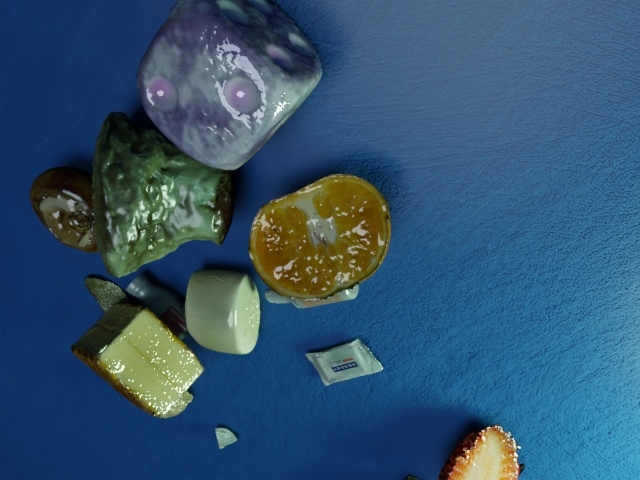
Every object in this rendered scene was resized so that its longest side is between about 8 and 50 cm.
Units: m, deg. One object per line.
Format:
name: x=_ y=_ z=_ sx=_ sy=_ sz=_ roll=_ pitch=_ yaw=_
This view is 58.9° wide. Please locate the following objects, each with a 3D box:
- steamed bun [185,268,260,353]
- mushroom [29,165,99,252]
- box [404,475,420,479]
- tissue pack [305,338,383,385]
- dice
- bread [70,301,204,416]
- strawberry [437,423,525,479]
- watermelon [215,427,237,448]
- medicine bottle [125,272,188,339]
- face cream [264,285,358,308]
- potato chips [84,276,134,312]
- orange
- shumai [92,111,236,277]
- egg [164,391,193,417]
steamed bun: x=-0.275 y=0.204 z=1.554 sx=0.199 sy=0.155 sz=0.250 roll=5 pitch=117 yaw=16
mushroom: x=-0.651 y=-0.081 z=1.518 sx=0.253 sy=0.153 sz=0.253 roll=14 pitch=130 yaw=18
box: x=0.288 y=0.867 z=1.747 sx=0.177 sy=0.148 sz=0.195 roll=31 pitch=124 yaw=3
tissue pack: x=0.064 y=0.342 z=1.594 sx=0.193 sy=0.026 sz=0.123 roll=-22 pitch=110 yaw=28
dice: x=-0.181 y=-0.328 z=1.146 sx=0.271 sy=0.270 sz=0.270 roll=43 pitch=123 yaw=-8
bread: x=-0.522 y=0.333 z=1.622 sx=0.279 sy=0.207 sz=0.279 roll=49 pitch=152 yaw=-21
strawberry: x=0.448 y=0.633 z=1.591 sx=0.233 sy=0.138 sz=0.307 roll=18 pitch=99 yaw=-14
watermelon: x=-0.329 y=0.665 z=1.894 sx=0.085 sy=0.061 sz=0.085 roll=7 pitch=128 yaw=8
medicine bottle: x=-0.459 y=0.188 z=1.647 sx=0.216 sy=0.090 sz=0.090 roll=41 pitch=123 yaw=-6
face cream: x=-0.033 y=0.123 z=1.458 sx=0.251 sy=0.101 sz=0.101 roll=-15 pitch=113 yaw=26
potato chips: x=-0.644 y=0.188 z=1.752 sx=0.209 sy=0.026 sz=0.142 roll=23 pitch=120 yaw=3
orange: x=-0.002 y=-0.003 z=1.284 sx=0.310 sy=0.274 sz=0.274 roll=-27 pitch=114 yaw=-14
shumai: x=-0.366 y=-0.109 z=1.349 sx=0.323 sy=0.398 sz=0.324 roll=-2 pitch=144 yaw=-14
egg: x=-0.488 y=0.509 z=1.828 sx=0.140 sy=0.116 sz=0.118 roll=34 pitch=105 yaw=-34
